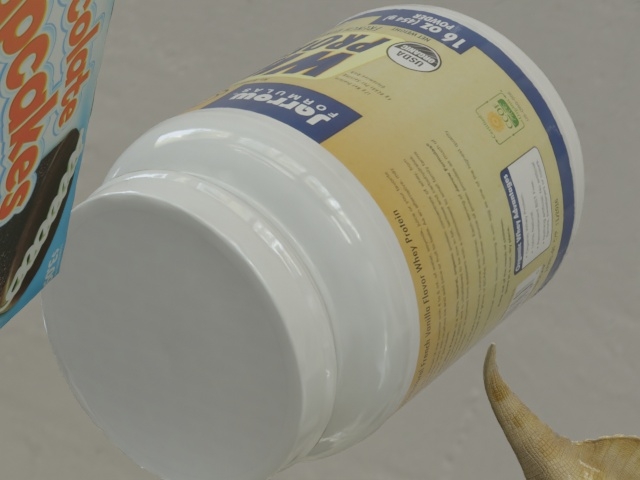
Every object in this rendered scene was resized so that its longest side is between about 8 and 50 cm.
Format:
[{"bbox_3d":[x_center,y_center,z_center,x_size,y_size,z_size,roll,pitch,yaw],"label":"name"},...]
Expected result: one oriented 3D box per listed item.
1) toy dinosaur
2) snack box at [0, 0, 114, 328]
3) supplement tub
[{"bbox_3d":[0.109,0.117,0.864,0.183,0.053,0.092,41,-81,-18],"label":"toy dinosaur"},{"bbox_3d":[-0.151,-0.059,0.746,0.060,0.187,0.322,30,-45,12],"label":"snack box"},{"bbox_3d":[0.000,0.000,1.230,0.228,0.316,0.228,18,-57,30],"label":"supplement tub"}]
